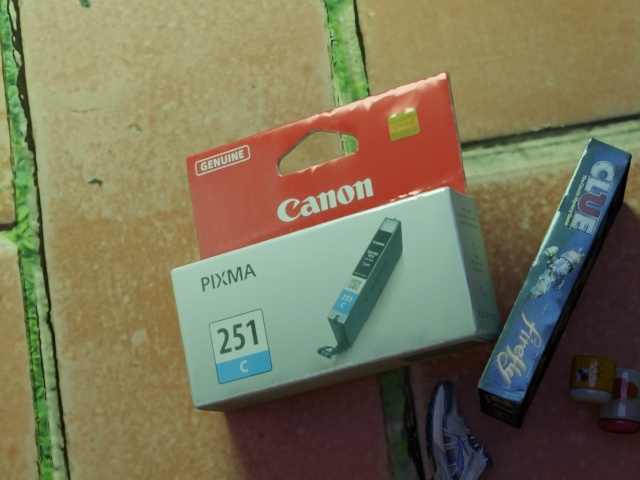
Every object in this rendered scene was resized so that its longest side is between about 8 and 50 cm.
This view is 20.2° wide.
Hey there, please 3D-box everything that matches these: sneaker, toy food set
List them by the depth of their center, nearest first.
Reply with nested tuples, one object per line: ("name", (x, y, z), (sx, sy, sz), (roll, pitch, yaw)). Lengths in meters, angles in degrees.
("toy food set", (0.334, 0.171, 1.600), (0.232, 0.111, 0.104), (7, 77, 6))
("sneaker", (0.128, 0.196, 1.657), (0.058, 0.052, 0.135), (-3, 84, -4))

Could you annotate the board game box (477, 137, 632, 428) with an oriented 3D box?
("board game box", (0.211, 0.043, 1.618), (0.042, 0.165, 0.243), (24, 81, 11))

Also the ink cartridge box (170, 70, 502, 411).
("ink cartridge box", (0.000, 0.000, 1.654), (0.296, 0.066, 0.261), (-17, 75, 24))
